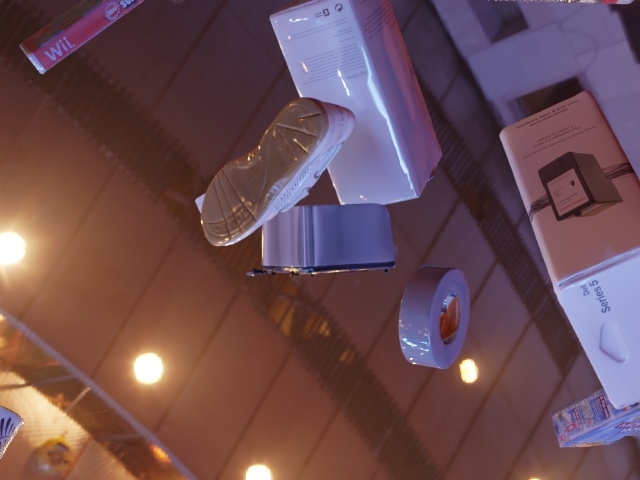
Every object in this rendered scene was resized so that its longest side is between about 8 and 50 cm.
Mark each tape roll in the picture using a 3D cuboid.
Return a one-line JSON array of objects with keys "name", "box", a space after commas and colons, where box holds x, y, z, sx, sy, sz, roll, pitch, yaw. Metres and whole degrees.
[{"name": "tape roll", "box": [0.247, 0.162, 2.027, 0.219, 0.072, 0.219, -16, -71, -57]}]

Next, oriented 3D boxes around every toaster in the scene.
[{"name": "toaster", "box": [0.000, 0.000, 1.482, 0.185, 0.168, 0.110, -3, -90, -28]}]

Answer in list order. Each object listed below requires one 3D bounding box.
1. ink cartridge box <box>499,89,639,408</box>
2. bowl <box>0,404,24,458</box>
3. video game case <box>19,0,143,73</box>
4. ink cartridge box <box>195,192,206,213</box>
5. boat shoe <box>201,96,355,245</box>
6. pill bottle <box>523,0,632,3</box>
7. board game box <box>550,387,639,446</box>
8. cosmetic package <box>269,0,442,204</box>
[{"name": "ink cartridge box", "box": [0.297, 0.004, 0.994, 0.198, 0.114, 0.273, 55, -161, -34]}, {"name": "bowl", "box": [-0.359, 0.190, 0.846, 0.170, 0.170, 0.080, 25, -123, -40]}, {"name": "video game case", "box": [-0.195, -0.278, 1.013, 0.285, 0.204, 0.025, -38, -67, -7]}, {"name": "ink cartridge box", "box": [-0.140, -0.088, 1.829, 0.180, 0.104, 0.060, -21, -95, -52]}, {"name": "boat shoe", "box": [-0.053, -0.079, 1.227, 0.096, 0.277, 0.098, -5, -116, -46]}, {"name": "pill bottle", "box": [0.264, -0.408, 1.258, 0.176, 0.318, 0.176, 4, -90, -81]}, {"name": "board game box", "box": [0.497, 0.259, 1.474, 0.194, 0.194, 0.060, 3, -121, -25]}, {"name": "cosmetic package", "box": [0.072, -0.258, 1.639, 0.197, 0.155, 0.366, -52, -53, -58]}]
